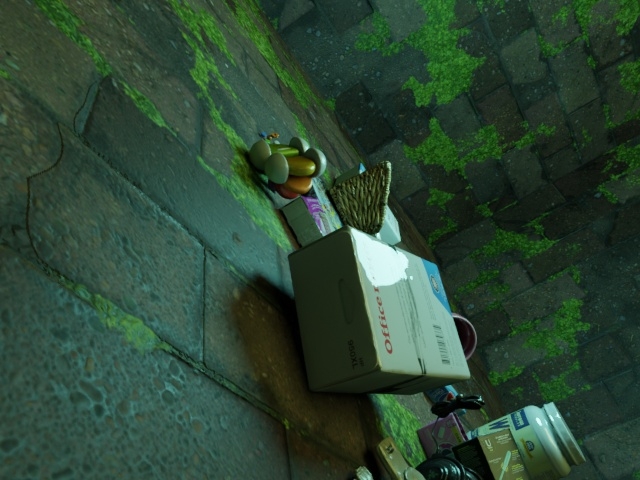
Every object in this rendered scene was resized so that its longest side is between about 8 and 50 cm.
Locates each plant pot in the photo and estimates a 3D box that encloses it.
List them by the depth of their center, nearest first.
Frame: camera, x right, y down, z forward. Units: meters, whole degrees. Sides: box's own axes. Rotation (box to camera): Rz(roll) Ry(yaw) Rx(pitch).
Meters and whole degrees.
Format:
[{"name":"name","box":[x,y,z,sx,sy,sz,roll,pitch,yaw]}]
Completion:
[{"name":"plant pot","box":[0.469,0.359,2.057,0.201,0.201,0.180,57,0,-10]}]

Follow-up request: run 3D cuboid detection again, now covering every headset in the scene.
[{"name":"headset","box":[0.308,0.542,1.168,0.243,0.185,0.394,44,33,-46]}]

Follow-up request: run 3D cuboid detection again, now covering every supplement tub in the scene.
[{"name":"supplement tub","box":[0.672,0.696,1.784,0.235,0.325,0.235,53,16,-23]}]

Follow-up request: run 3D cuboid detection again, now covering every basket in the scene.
[{"name":"basket","box":[0.172,-0.132,1.840,0.299,0.223,0.213,-76,140,-83]}]

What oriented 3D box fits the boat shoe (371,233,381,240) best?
[{"name":"boat shoe","box":[0.192,0.040,1.978,0.070,0.078,0.219,1,60,-34]}]

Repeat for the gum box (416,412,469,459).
[{"name":"gum box","box":[0.339,0.553,1.399,0.062,0.107,0.188,30,33,-62]}]

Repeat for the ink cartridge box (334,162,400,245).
[{"name":"ink cartridge box","box":[0.186,-0.126,2.137,0.307,0.129,0.223,56,15,-15]}]

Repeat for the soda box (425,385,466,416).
[{"name":"soda box","box":[0.399,0.502,1.768,0.210,0.067,0.071,50,18,-30]}]

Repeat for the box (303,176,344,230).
[{"name":"box","box":[0.002,-0.112,1.677,0.159,0.044,0.233,36,27,-58]}]

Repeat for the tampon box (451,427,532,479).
[{"name":"tampon box","box":[0.417,0.553,1.290,0.120,0.101,0.161,1,57,-32]}]

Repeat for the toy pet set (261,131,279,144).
[{"name":"toy pet set","box":[-0.115,-0.249,1.573,0.114,0.065,0.122,-3,54,-34]}]

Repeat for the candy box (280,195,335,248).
[{"name":"candy box","box":[0.000,0.000,1.410,0.233,0.071,0.159,61,14,4]}]

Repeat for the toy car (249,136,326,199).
[{"name":"toy car","box":[-0.085,-0.178,1.359,0.159,0.136,0.182,-14,38,-32]}]

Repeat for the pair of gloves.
[{"name":"pair of gloves","box":[0.140,0.476,0.959,0.204,0.042,0.240,50,18,13]}]

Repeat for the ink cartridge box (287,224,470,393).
[{"name":"ink cartridge box","box":[0.130,0.166,1.134,0.395,0.166,0.285,22,49,-50]}]
